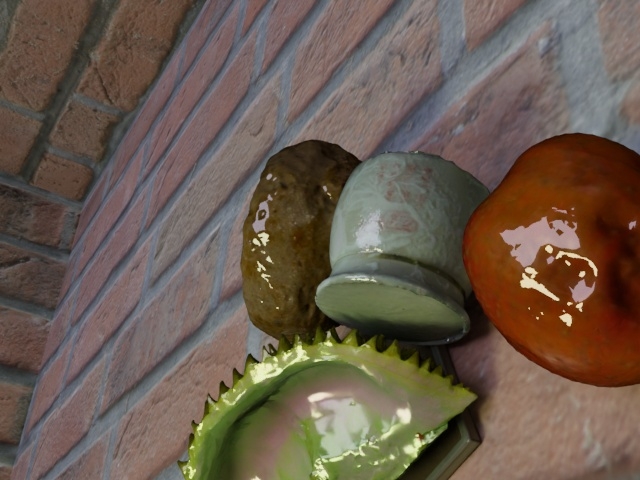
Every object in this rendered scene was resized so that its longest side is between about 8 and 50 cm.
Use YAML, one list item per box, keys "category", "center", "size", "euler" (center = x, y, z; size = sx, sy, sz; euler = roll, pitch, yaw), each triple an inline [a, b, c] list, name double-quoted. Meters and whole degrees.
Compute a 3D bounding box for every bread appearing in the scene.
- category: "bread"
  center: [0.000, 0.000, 0.940]
  size: [0.230, 0.123, 0.230]
  euler: [12, -90, -71]

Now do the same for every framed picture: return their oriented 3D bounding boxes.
- category: "framed picture"
  center: [0.071, 0.163, 0.855]
  size: [0.184, 0.016, 0.250]
  euler: [-57, 25, 27]

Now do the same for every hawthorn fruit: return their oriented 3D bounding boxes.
- category: "hawthorn fruit"
  center: [0.224, 0.027, 0.528]
  size: [0.285, 0.165, 0.165]
  euler: [18, 87, 44]

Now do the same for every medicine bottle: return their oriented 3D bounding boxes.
- category: "medicine bottle"
  center: [0.079, 0.013, 0.788]
  size: [0.147, 0.147, 0.143]
  euler: [-29, 41, 57]

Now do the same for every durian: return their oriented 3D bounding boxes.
- category: "durian"
  center: [-0.022, 0.205, 0.815]
  size: [0.355, 0.158, 0.169]
  euler: [-56, 43, 28]
